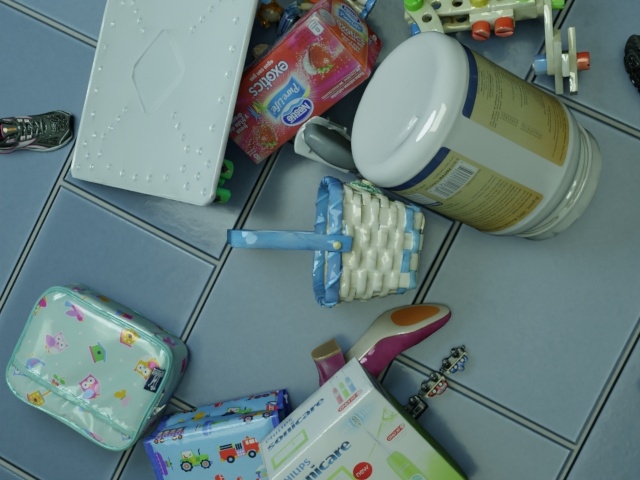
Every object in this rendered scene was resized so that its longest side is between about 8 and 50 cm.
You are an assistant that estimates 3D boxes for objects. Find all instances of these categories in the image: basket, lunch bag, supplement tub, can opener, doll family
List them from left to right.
[{"bbox_3d":[-0.380,0.220,1.392,0.279,0.108,0.224,28,93,8],"label":"lunch bag"},{"bbox_3d":[-0.135,0.423,1.351,0.221,0.138,0.293,-13,96,6],"label":"lunch bag"},{"bbox_3d":[-0.019,-0.367,1.351,0.163,0.118,0.263,32,125,-4],"label":"doll family"},{"bbox_3d":[0.000,0.000,1.275,0.289,0.255,0.201,-2,94,-9],"label":"basket"},{"bbox_3d":[0.085,-0.115,1.282,0.280,0.093,0.074,18,126,-25],"label":"can opener"},{"bbox_3d":[0.229,-0.139,1.192,0.316,0.228,0.228,22,92,-28],"label":"supplement tub"}]

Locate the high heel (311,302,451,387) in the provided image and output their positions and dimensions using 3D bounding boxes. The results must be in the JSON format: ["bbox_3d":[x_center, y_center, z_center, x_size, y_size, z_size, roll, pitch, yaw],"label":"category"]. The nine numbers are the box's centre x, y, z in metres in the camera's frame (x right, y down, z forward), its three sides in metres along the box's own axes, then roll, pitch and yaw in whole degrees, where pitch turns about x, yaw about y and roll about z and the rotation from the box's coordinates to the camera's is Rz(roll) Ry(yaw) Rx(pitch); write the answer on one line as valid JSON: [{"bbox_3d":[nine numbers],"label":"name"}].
[{"bbox_3d":[0.111,0.191,1.349,0.244,0.082,0.117,-24,117,-6],"label":"high heel"}]

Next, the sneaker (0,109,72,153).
[{"bbox_3d":[-0.526,-0.189,1.442,0.178,0.077,0.072,-13,88,7],"label":"sneaker"}]

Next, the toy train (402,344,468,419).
[{"bbox_3d":[0.190,0.237,1.345,0.036,0.027,0.158,40,95,4],"label":"toy train"}]

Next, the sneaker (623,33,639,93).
[{"bbox_3d":[0.587,-0.211,1.261,0.130,0.109,0.286,-25,87,1],"label":"sneaker"}]

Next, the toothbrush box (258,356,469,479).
[{"bbox_3d":[0.078,0.357,1.252,0.206,0.122,0.283,-42,108,1],"label":"toothbrush box"}]

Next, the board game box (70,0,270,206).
[{"bbox_3d":[-0.245,-0.266,1.316,0.390,0.050,0.389,13,91,42],"label":"board game box"}]

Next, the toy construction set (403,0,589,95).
[{"bbox_3d":[0.262,-0.324,1.286,0.328,0.151,0.215,2,71,3],"label":"toy construction set"}]

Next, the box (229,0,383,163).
[{"bbox_3d":[-0.040,-0.254,1.280,0.257,0.128,0.122,-34,110,33],"label":"box"}]
